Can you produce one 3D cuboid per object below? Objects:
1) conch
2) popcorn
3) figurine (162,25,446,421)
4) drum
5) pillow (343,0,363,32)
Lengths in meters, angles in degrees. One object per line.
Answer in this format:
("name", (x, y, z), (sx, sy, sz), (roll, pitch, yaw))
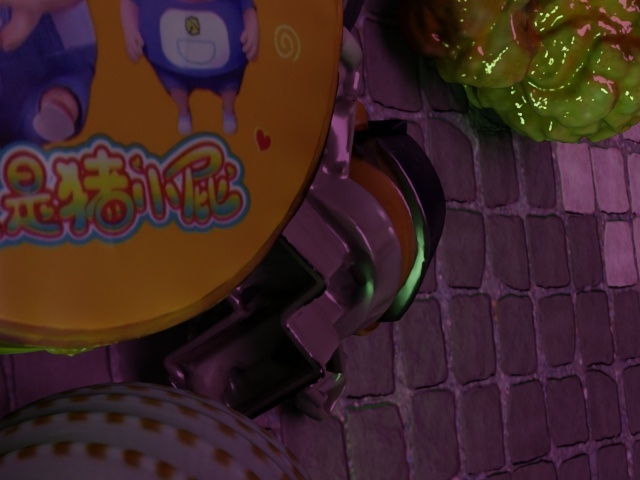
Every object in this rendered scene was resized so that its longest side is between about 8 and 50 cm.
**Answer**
("conch", (-0.081, 0.228, 0.780), (0.319, 0.215, 0.302), (-8, 99, -52))
("popcorn", (0.218, -0.228, 1.266), (0.332, 0.225, 0.264), (3, 84, -40))
("figurine", (0.002, 0.004, 0.965), (0.308, 0.143, 0.308), (-54, 163, -25))
("drum", (-0.193, -0.140, 0.693), (0.431, 0.214, 0.431), (12, 74, -48))
("pillow", (-0.011, -0.221, 1.061), (0.161, 0.093, 0.335), (54, 45, -37))
